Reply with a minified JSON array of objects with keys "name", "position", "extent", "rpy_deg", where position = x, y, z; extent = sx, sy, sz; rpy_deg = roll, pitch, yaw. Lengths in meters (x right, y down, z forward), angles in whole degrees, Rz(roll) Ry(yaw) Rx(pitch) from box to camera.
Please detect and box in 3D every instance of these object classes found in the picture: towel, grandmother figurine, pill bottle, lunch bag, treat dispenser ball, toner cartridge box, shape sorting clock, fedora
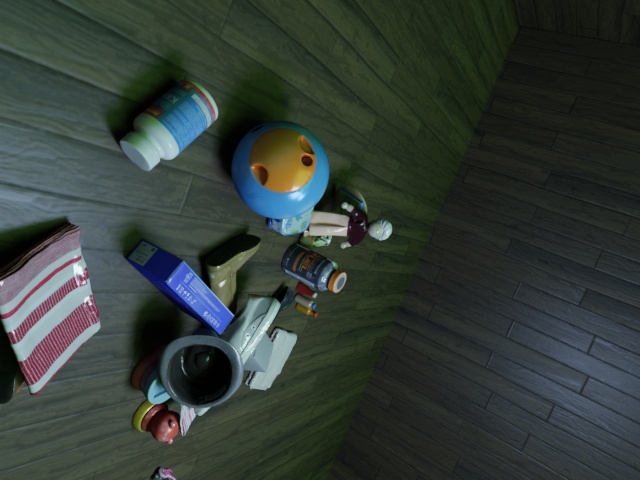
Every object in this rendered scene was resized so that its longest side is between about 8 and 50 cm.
[{"name":"towel","position":[-0.596,0.152,1.089],"extent":[0.237,0.037,0.328],"rpy_deg":[-64,163,-55]},{"name":"grandmother figurine","position":[0.108,-0.052,1.912],"extent":[0.104,0.343,0.207],"rpy_deg":[-84,176,-45]},{"name":"pill bottle","position":[-0.358,-0.270,1.153],"extent":[0.221,0.124,0.124],"rpy_deg":[-52,150,-25]},{"name":"lunch bag","position":[-0.098,-0.133,1.750],"extent":[0.176,0.090,0.218],"rpy_deg":[-15,125,-57]},{"name":"pill bottle","position":[-0.021,0.116,1.916],"extent":[0.130,0.246,0.130],"rpy_deg":[-41,144,-39]},{"name":"treat dispenser ball","position":[-0.117,-0.207,1.443],"extent":[0.288,0.288,0.288],"rpy_deg":[-40,143,-39]},{"name":"towel","position":[-0.417,0.528,1.623],"extent":[0.197,0.029,0.144],"rpy_deg":[-63,161,-69]},{"name":"toner cartridge box","position":[-0.389,0.140,1.390],"extent":[0.075,0.165,0.347],"rpy_deg":[-54,151,-20]},{"name":"shape sorting clock","position":[0.125,-0.130,2.018],"extent":[0.040,0.206,0.206],"rpy_deg":[-23,132,-36]},{"name":"fedora","position":[-0.351,0.361,1.451],"extent":[0.124,0.244,0.275],"rpy_deg":[-106,-164,-65]},{"name":"towel","position":[-0.211,0.520,2.128],"extent":[0.282,0.049,0.187],"rpy_deg":[-62,153,-7]}]

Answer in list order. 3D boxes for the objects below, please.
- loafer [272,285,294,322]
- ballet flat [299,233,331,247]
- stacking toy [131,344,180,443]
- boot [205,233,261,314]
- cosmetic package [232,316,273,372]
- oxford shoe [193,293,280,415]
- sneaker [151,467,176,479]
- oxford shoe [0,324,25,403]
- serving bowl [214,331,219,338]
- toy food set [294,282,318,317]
[{"name":"loafer","position":[-0.193,0.265,1.933],"extent":[0.223,0.076,0.078],"rpy_deg":[-40,130,-36]},{"name":"ballet flat","position":[0.000,0.000,2.044],"extent":[0.232,0.073,0.080],"rpy_deg":[-13,124,-56]},{"name":"stacking toy","position":[-0.458,0.479,1.580],"extent":[0.280,0.130,0.308],"rpy_deg":[-31,137,-47]},{"name":"boot","position":[-0.298,0.133,1.637],"extent":[0.236,0.089,0.269],"rpy_deg":[-33,141,-40]},{"name":"cosmetic package","position":[-0.265,0.398,1.847],"extent":[0.238,0.107,0.127],"rpy_deg":[66,31,-53]},{"name":"oxford shoe","position":[-0.300,0.367,1.629],"extent":[0.449,0.130,0.169],"rpy_deg":[-58,-175,-9]},{"name":"sneaker","position":[-0.578,0.873,1.793],"extent":[0.057,0.047,0.119],"rpy_deg":[-40,143,-11]},{"name":"oxford shoe","position":[-0.683,0.252,1.096],"extent":[0.076,0.076,0.212],"rpy_deg":[-91,-160,-84]},{"name":"serving bowl","position":[-0.358,0.330,1.742],"extent":[0.083,0.027,0.083],"rpy_deg":[-39,142,-39]},{"name":"toy food set","position":[-0.032,0.213,2.126],"extent":[0.111,0.105,0.232],"rpy_deg":[24,91,-62]}]
